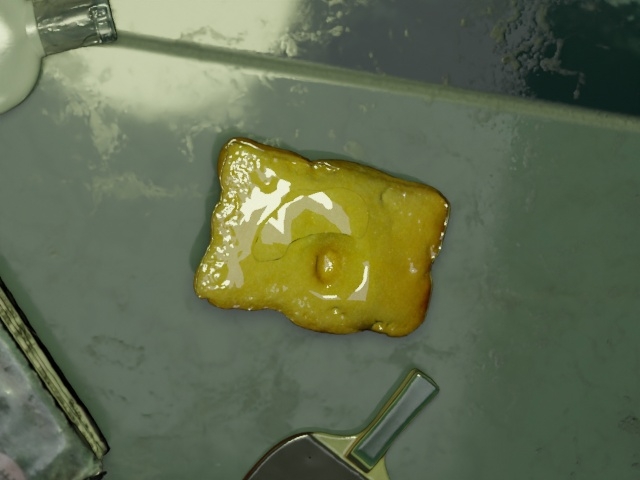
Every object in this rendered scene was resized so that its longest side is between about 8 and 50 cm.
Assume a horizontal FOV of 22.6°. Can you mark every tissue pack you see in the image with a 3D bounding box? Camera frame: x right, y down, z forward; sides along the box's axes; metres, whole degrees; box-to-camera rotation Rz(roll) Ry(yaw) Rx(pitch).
[{"bbox_3d":[-0.393,0.123,1.469,0.259,0.122,0.361,-30,101,2],"label":"tissue pack"}]

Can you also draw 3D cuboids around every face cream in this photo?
[{"bbox_3d":[-0.333,-0.179,1.459,0.291,0.071,0.144,-14,100,-3],"label":"face cream"}]

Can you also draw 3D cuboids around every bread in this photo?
[{"bbox_3d":[0.000,0.000,1.513,0.233,0.088,0.161,15,101,-10],"label":"bread"}]

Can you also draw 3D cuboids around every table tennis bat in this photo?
[{"bbox_3d":[0.019,0.238,1.578,0.154,0.021,0.274,39,94,-10],"label":"table tennis bat"}]
